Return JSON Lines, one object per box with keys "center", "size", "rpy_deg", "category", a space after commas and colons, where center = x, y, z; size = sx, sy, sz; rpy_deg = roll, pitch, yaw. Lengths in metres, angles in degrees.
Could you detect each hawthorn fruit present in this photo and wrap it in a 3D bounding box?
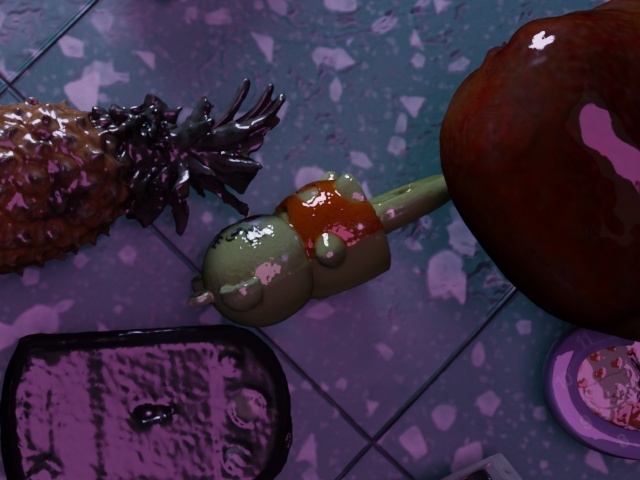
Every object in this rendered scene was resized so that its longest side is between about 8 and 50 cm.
{"center": [0.276, -0.065, 1.536], "size": [0.325, 0.308, 0.308], "rpy_deg": [38, 81, 9], "category": "hawthorn fruit"}

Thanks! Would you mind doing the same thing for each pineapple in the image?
{"center": [-0.195, -0.073, 1.547], "size": [0.341, 0.169, 0.169], "rpy_deg": [-16, 88, -16], "category": "pineapple"}

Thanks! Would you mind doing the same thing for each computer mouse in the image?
{"center": [-0.165, 0.167, 1.548], "size": [0.269, 0.100, 0.170], "rpy_deg": [0, 74, -11], "category": "computer mouse"}

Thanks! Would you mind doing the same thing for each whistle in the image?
{"center": [0.000, 0.000, 1.576], "size": [0.288, 0.131, 0.106], "rpy_deg": [-27, 103, -17], "category": "whistle"}

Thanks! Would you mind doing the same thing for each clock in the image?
{"center": [0.323, 0.142, 1.646], "size": [0.198, 0.064, 0.172], "rpy_deg": [-31, 91, -10], "category": "clock"}

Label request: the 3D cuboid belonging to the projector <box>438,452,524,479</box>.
{"center": [0.142, 0.286, 1.579], "size": [0.147, 0.061, 0.115], "rpy_deg": [-22, 58, -23], "category": "projector"}
